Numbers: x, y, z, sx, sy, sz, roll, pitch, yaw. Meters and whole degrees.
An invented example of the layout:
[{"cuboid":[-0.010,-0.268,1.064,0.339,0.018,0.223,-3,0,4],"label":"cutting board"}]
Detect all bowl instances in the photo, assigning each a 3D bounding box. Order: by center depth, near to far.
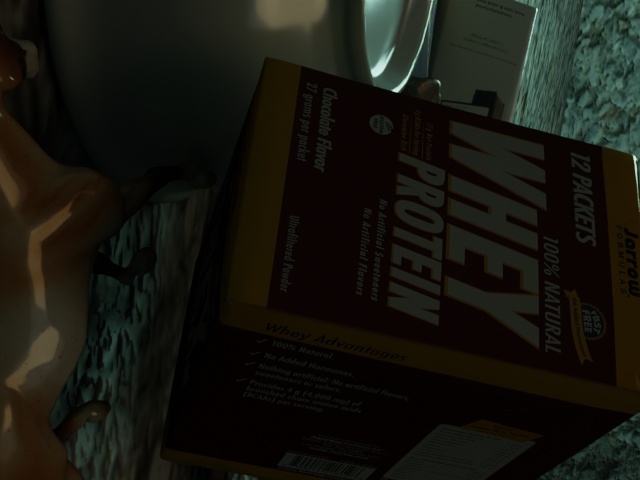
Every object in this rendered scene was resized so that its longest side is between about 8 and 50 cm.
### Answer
[{"cuboid":[-0.015,-0.156,0.559,0.298,0.134,0.298,12,90,-73],"label":"bowl"}]

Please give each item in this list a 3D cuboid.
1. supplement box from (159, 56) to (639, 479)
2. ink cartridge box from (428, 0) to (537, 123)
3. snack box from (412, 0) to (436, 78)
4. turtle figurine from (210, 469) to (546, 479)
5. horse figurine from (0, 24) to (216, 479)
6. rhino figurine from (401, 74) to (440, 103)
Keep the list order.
[{"cuboid":[0.033,0.038,0.508,0.194,0.191,0.129,119,-19,-55],"label":"supplement box"},{"cuboid":[0.113,-0.109,0.944,0.160,0.092,0.220,166,-63,-78],"label":"ink cartridge box"},{"cuboid":[0.061,-0.247,0.773,0.207,0.070,0.175,-77,168,-57],"label":"snack box"},{"cuboid":[0.036,0.095,0.701,0.197,0.274,0.266,-13,91,-37],"label":"turtle figurine"},{"cuboid":[-0.126,0.045,0.444,0.174,0.066,0.263,18,86,-67],"label":"horse figurine"},{"cuboid":[0.061,-0.050,0.757,0.073,0.106,0.243,-44,143,-11],"label":"rhino figurine"}]
